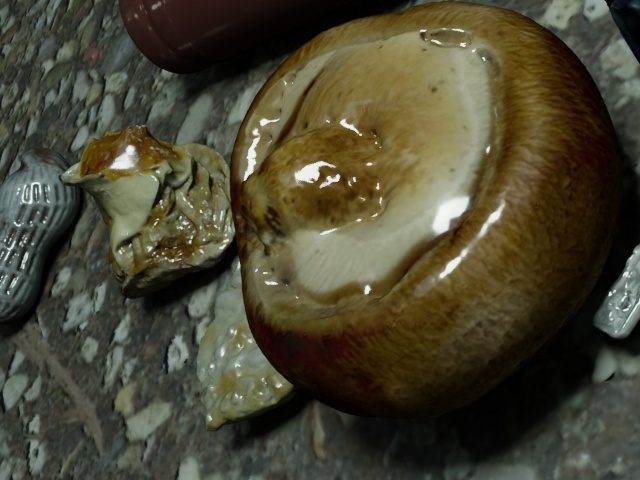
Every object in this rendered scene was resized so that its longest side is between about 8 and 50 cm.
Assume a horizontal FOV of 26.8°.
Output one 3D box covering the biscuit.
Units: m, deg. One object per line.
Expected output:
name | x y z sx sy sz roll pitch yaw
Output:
biscuit | 0.001 0.001 0.916 0.141 0.038 0.290 2 65 46

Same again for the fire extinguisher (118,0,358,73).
fire extinguisher | -0.012 -0.235 1.030 0.337 0.114 0.135 -14 68 44

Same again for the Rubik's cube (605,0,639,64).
Rubik's cube | 0.230 -0.150 0.540 0.246 0.250 0.248 -31 41 16

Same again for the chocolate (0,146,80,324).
chocolate | -0.269 -0.003 1.216 0.072 0.072 0.167 8 73 52

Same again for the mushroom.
mushroom | 0.053 -0.021 0.763 0.253 0.153 0.253 -17 58 28

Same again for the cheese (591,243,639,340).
cheese | 0.193 -0.019 0.701 0.162 0.036 0.086 -58 34 1

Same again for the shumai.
shumai | -0.140 -0.030 1.040 0.145 0.116 0.146 -28 48 36
